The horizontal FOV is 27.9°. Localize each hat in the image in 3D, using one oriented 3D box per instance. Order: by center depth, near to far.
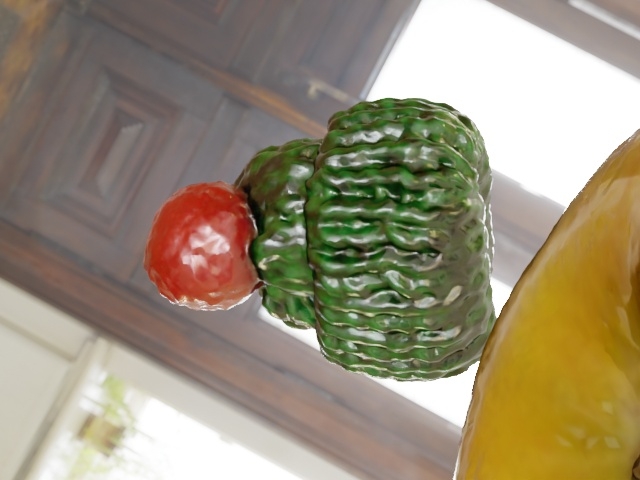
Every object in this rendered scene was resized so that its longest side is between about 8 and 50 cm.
[{"bbox_3d":[0.000,0.000,1.226,0.242,0.332,0.274,-73,159,-64],"label":"hat"}]

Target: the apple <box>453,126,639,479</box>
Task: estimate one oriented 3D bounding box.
[{"bbox_3d":[0.161,0.080,0.329,0.286,0.233,0.286,-158,-90,-79],"label":"apple"}]
